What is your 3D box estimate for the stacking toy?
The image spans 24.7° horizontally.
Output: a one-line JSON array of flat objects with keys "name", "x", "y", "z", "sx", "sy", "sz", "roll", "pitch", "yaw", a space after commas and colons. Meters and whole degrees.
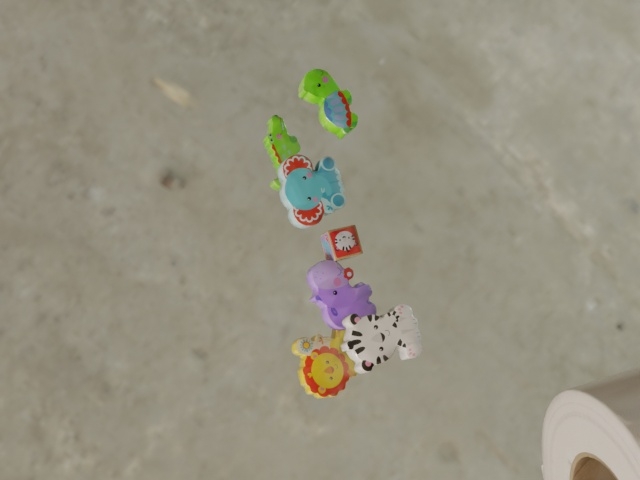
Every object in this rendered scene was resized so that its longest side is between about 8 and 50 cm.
[{"name": "stacking toy", "x": 0.000, "y": 0.000, "z": 1.049, "sx": 0.052, "sy": 0.167, "sz": 0.221, "roll": -13, "pitch": 84, "yaw": -17}]

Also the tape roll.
[{"name": "tape roll", "x": 0.323, "y": 0.224, "z": 1.274, "sx": 0.169, "sy": 0.246, "sz": 0.246, "roll": -16, "pitch": 66, "yaw": -17}]
